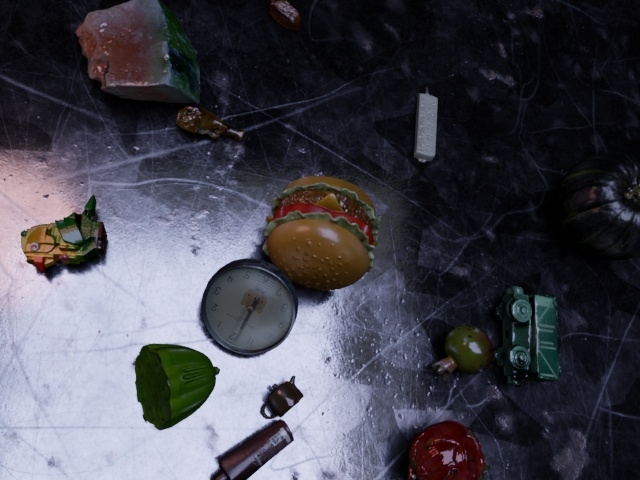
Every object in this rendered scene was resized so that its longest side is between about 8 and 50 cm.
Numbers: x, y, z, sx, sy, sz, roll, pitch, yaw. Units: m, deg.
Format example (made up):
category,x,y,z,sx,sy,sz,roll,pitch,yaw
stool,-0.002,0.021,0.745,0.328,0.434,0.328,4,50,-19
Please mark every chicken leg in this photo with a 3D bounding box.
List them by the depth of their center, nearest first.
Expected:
category,x,y,z,sx,sy,sz,roll,pitch,yaw
chicken leg,-0.284,-0.295,1.476,0.178,0.070,0.093,17,44,-24

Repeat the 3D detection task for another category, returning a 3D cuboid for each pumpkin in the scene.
category,x,y,z,sx,sy,sz,roll,pitch,yaw
pumpkin,0.854,-0.100,1.652,0.323,0.241,0.323,6,69,-16

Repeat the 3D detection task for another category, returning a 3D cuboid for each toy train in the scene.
category,x,y,z,sx,sy,sz,roll,pitch,yaw
toy train,0.551,0.257,1.520,0.154,0.115,0.269,10,70,-11

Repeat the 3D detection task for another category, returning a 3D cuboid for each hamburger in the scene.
category,x,y,z,sx,sy,sz,roll,pitch,yaw
hamburger,0.000,0.000,1.349,0.274,0.274,0.212,20,53,-10

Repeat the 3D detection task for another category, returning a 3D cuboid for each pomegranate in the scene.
category,x,y,z,sx,sy,sz,roll,pitch,yaw
pomegranate,0.369,0.295,1.449,0.129,0.129,0.159,32,74,-5

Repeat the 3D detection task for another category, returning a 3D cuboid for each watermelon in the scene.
category,x,y,z,sx,sy,sz,roll,pitch,yaw
watermelon,-0.445,-0.469,1.432,0.302,0.151,0.264,-10,77,-19

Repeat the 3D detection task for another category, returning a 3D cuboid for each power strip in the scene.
category,x,y,z,sx,sy,sz,roll,pitch,yaw
power strip,0.312,-0.349,1.686,0.060,0.027,0.252,11,71,-13

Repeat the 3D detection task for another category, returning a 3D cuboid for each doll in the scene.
category,x,y,z,sx,sy,sz,roll,pitch,yaw
doll,-0.570,-0.008,1.275,0.186,0.106,0.134,-25,76,-22

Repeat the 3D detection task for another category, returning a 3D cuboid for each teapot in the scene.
category,x,y,z,sx,sy,sz,roll,pitch,yaw
teapot,-0.093,0.366,1.322,0.121,0.076,0.068,-44,78,6

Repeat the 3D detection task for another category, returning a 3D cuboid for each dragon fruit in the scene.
category,x,y,z,sx,sy,sz,roll,pitch,yaw
dragon fruit,0.296,0.512,1.335,0.210,0.172,0.172,2,72,-31

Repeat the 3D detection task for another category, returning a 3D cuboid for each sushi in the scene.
category,x,y,z,sx,sy,sz,roll,pitch,yaw
sushi,-0.102,-0.660,1.648,0.120,0.052,0.055,35,66,-4

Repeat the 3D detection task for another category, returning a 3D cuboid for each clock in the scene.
category,x,y,z,sx,sy,sz,roll,pitch,yaw
clock,-0.165,0.155,1.314,0.226,0.049,0.226,0,101,2

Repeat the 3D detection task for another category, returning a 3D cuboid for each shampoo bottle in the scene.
category,x,y,z,sx,sy,sz,roll,pitch,yaw
shampoo bottle,-0.167,0.492,1.262,0.236,0.067,0.068,-31,65,-21

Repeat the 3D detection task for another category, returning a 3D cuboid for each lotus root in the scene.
category,x,y,z,sx,sy,sz,roll,pitch,yaw
lotus root,-0.294,0.302,1.243,0.186,0.186,0.186,5,72,-15
